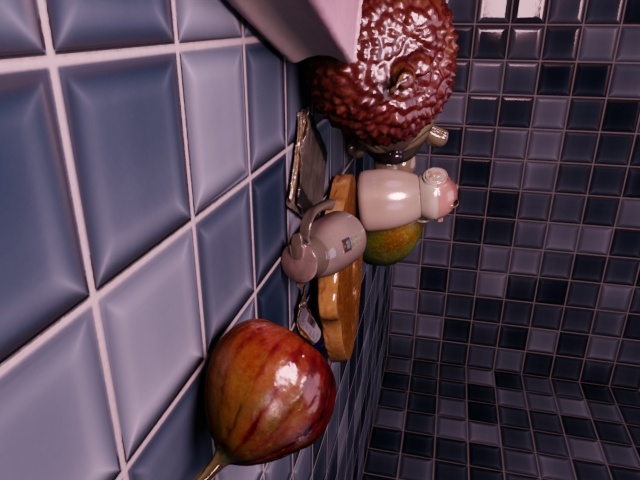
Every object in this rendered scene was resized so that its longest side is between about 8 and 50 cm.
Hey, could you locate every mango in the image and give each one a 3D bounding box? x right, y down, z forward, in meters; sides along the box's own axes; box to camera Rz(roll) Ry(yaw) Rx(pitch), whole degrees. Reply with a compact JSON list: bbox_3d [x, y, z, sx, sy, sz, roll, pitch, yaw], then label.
[{"bbox_3d":[0.180,-0.029,1.536,0.382,0.201,0.226,107,-3,-68],"label":"mango"}]

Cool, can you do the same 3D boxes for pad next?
[{"bbox_3d":[-0.017,-0.118,0.979,0.233,0.022,0.174,48,48,-75],"label":"pad"}]

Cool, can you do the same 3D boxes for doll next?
[{"bbox_3d":[0.146,-0.355,1.320,0.382,0.252,0.379,69,-3,-71],"label":"doll"}]

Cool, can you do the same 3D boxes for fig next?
[{"bbox_3d":[-0.059,0.182,0.593,0.148,0.149,0.202,48,37,-49],"label":"fig"}]

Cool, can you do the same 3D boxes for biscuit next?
[{"bbox_3d":[0.043,0.068,1.226,0.365,0.062,0.386,76,19,-53],"label":"biscuit"}]

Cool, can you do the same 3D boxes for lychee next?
[{"bbox_3d":[0.099,-0.288,0.876,0.300,0.264,0.265,-111,-164,-57],"label":"lychee"}]

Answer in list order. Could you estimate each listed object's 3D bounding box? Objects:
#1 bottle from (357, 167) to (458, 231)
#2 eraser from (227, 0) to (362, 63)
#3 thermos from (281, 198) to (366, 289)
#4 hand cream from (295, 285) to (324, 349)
[{"bbox_3d":[0.210,-0.103,1.279,0.147,0.236,0.148,-4,90,-81],"label":"bottle"},{"bbox_3d":[-0.028,-0.374,0.590,0.359,0.122,0.273,-18,115,-76],"label":"eraser"},{"bbox_3d":[0.000,0.000,0.930,0.193,0.104,0.137,-27,126,-62],"label":"thermos"},{"bbox_3d":[-0.025,0.154,1.038,0.163,0.038,0.062,75,25,-44],"label":"hand cream"}]
